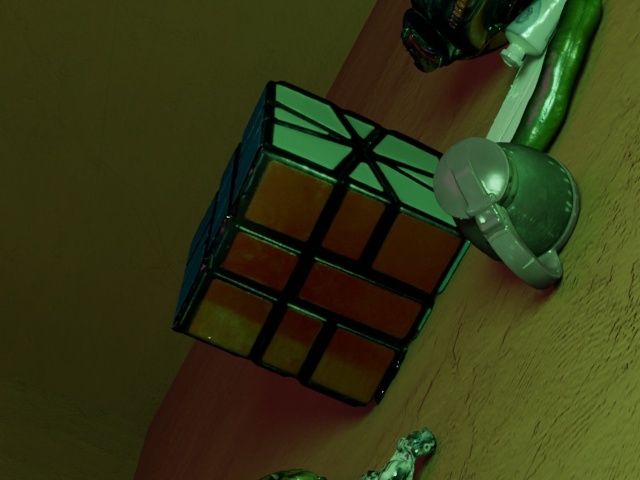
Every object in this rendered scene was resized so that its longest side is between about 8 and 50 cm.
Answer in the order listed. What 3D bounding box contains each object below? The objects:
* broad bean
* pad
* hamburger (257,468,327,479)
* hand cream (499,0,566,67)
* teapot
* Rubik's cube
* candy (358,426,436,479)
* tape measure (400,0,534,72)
[{"bbox_3d":[0.243,-0.158,1.524,0.144,0.049,0.292,-97,32,-74],"label":"broad bean"},{"bbox_3d":[0.259,-0.200,1.670,0.156,0.004,0.232,-105,40,-75],"label":"pad"},{"bbox_3d":[-0.056,0.361,1.685,0.183,0.130,0.206,-66,7,-12],"label":"hamburger"},{"bbox_3d":[0.267,-0.273,1.665,0.142,0.053,0.084,-56,9,-4],"label":"hand cream"},{"bbox_3d":[0.168,-0.028,1.306,0.116,0.146,0.148,-4,74,35],"label":"teapot"},{"bbox_3d":[0.000,0.000,1.766,0.283,0.293,0.288,-60,10,20],"label":"Rubik's cube"},{"bbox_3d":[0.059,0.278,1.496,0.226,0.051,0.094,-53,5,45],"label":"candy"},{"bbox_3d":[0.208,-0.323,1.709,0.202,0.135,0.223,-30,-26,-29],"label":"tape measure"}]
